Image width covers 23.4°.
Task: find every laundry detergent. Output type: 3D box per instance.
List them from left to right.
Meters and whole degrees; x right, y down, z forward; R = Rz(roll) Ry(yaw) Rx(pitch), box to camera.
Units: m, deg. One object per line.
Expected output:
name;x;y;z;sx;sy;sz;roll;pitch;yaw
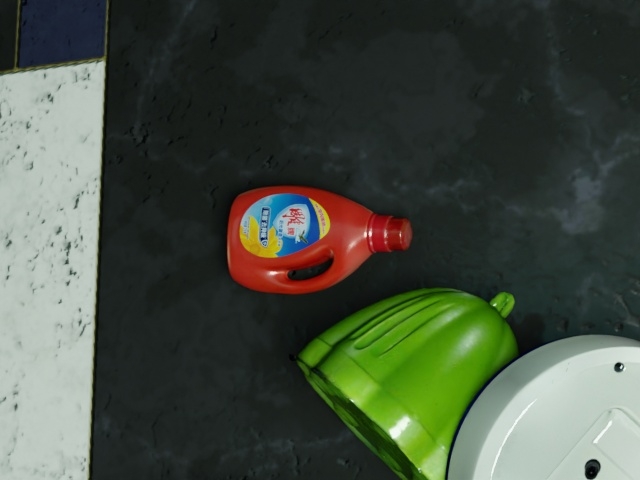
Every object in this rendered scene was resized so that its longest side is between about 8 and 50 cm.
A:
laundry detergent;0.000;0.000;1.369;0.165;0.049;0.097;2;85;22

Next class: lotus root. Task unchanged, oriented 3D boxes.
lotus root;0.097;0.102;1.252;0.186;0.186;0.186;-5;76;21

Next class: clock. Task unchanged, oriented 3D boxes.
clock;0.213;0.187;1.155;0.230;0.083;0.230;-1;93;-13
